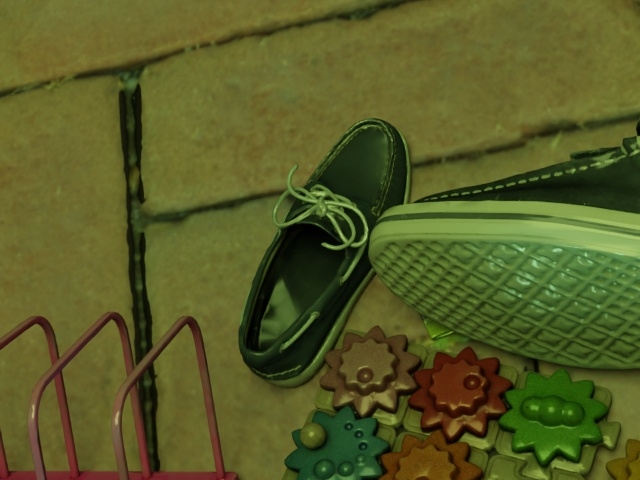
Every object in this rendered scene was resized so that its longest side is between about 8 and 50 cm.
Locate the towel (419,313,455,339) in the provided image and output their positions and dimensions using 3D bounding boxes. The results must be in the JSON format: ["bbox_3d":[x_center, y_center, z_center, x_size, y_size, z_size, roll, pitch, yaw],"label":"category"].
[{"bbox_3d":[0.105,0.039,1.343,0.060,0.009,0.083,-24,63,6],"label":"towel"}]

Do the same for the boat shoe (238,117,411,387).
[{"bbox_3d":[0.000,0.000,1.352,0.095,0.079,0.254,25,77,25],"label":"boat shoe"}]

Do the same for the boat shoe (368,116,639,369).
[{"bbox_3d":[0.279,-0.011,1.210,0.500,0.187,0.156,-5,50,26],"label":"boat shoe"}]

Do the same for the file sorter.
[{"bbox_3d":[-0.242,0.166,1.253,0.291,0.202,0.182,-2,109,16],"label":"file sorter"}]

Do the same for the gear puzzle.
[{"bbox_3d":[0.139,0.166,1.242,0.339,0.044,0.175,12,60,21],"label":"gear puzzle"}]
